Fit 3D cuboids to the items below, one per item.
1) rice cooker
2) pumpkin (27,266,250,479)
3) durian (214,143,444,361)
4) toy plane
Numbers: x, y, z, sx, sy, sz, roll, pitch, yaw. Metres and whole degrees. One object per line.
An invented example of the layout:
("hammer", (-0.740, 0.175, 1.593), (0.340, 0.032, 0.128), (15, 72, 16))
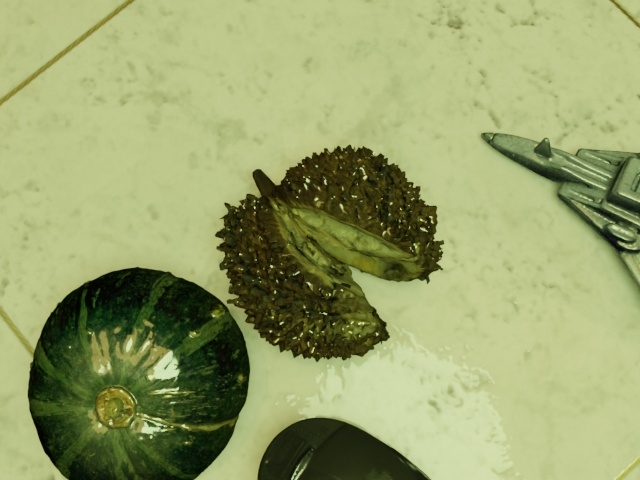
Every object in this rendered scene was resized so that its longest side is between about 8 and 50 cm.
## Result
("rice cooker", (0.024, 0.216, 0.654), (0.165, 0.106, 0.112), (35, 71, 5))
("pumpkin", (-0.150, 0.117, 0.661), (0.190, 0.146, 0.190), (0, 80, 0))
("durian", (0.000, 0.000, 0.678), (0.196, 0.167, 0.196), (-4, 60, 8))
("toy plane", (0.269, -0.047, 0.712), (0.267, 0.088, 0.212), (28, 80, 7))
